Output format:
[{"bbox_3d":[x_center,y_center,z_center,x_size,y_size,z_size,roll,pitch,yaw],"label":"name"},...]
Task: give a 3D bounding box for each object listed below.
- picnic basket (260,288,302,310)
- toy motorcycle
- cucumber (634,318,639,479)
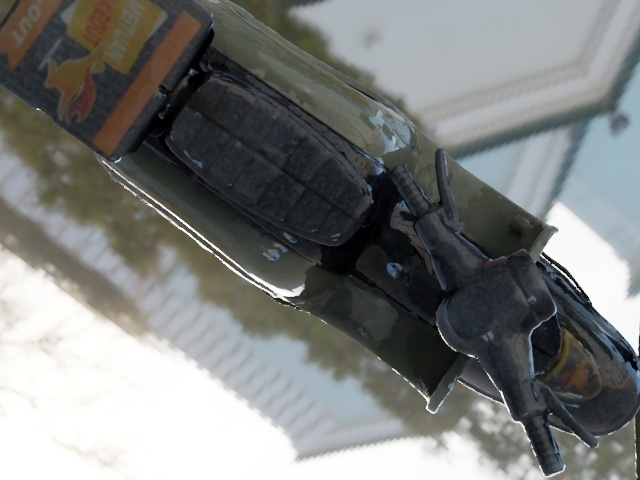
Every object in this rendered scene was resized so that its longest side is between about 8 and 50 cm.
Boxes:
[{"bbox_3d":[0.000,0.000,1.518,0.178,0.128,0.138,-33,-170,41],"label":"picnic basket"},{"bbox_3d":[0.012,-0.008,0.599,0.091,0.263,0.157,-55,177,4],"label":"toy motorcycle"},{"bbox_3d":[0.276,0.144,1.121,0.115,0.063,0.243,-31,-146,44],"label":"cucumber"}]
